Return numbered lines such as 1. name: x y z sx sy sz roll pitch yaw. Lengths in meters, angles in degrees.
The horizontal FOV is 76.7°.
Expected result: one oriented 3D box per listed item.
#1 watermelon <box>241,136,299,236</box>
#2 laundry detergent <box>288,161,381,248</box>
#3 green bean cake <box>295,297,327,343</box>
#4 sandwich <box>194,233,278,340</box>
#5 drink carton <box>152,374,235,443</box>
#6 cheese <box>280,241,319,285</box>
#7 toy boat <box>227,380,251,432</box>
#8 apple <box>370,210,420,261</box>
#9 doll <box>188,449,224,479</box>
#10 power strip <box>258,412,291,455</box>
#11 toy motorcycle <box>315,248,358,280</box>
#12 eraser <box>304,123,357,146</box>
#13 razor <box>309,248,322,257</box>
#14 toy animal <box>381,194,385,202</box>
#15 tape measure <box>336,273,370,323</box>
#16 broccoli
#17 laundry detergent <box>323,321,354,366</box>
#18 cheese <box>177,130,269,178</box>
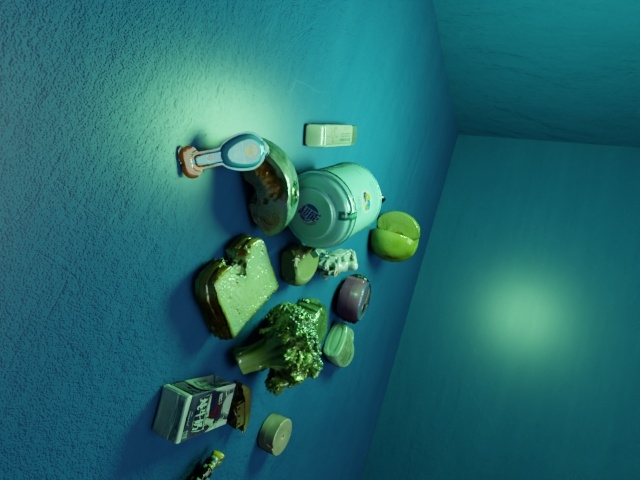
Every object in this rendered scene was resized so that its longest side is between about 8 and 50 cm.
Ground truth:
1. watermelon: -0.126 -0.184 1.283 0.188 0.175 0.322 -46 140 -43
2. laundry detergent: 0.035 -0.131 1.487 0.305 0.287 0.287 -29 126 -56
3. green bean cake: -0.059 0.370 1.710 0.227 0.125 0.222 -49 142 -50
4. sandwich: -0.258 0.137 1.262 0.273 0.095 0.249 -50 142 -43
5. drink carton: -0.368 0.491 1.204 0.222 0.102 0.134 20 82 -64
6. cheese: -0.075 0.082 1.584 0.202 0.091 0.175 -40 134 -52
7. toy boat: -0.289 0.593 1.439 0.077 0.057 0.200 -12 112 -53
8. apple: 0.428 -0.021 2.305 0.292 0.254 0.292 -44 143 -47
9. doll: -0.416 0.800 1.249 0.103 0.145 0.316 53 36 -8
10. power strip: -0.187 0.807 1.692 0.154 0.078 0.154 -31 126 -57
11. toy motorcycle: 0.087 0.099 1.809 0.260 0.171 0.110 -34 129 -56
12. eraser: 0.051 -0.426 1.635 0.352 0.061 0.089 -24 121 -57
13. razor: 0.009 -0.004 1.600 0.111 0.056 0.278 59 19 -15
14. toy animal: 0.152 -0.221 1.782 0.298 0.185 0.122 29 79 -42
15. tape measure: 0.168 0.303 2.083 0.245 0.149 0.231 82 31 -47
16. broccoli: -0.129 0.381 1.421 0.277 0.317 0.338 64 8 11
17. laundry detergent: 0.119 0.559 2.128 0.215 0.105 0.280 -67 149 -22
18. cheese: -0.253 -0.229 1.088 0.256 0.037 0.106 -18 115 -28
